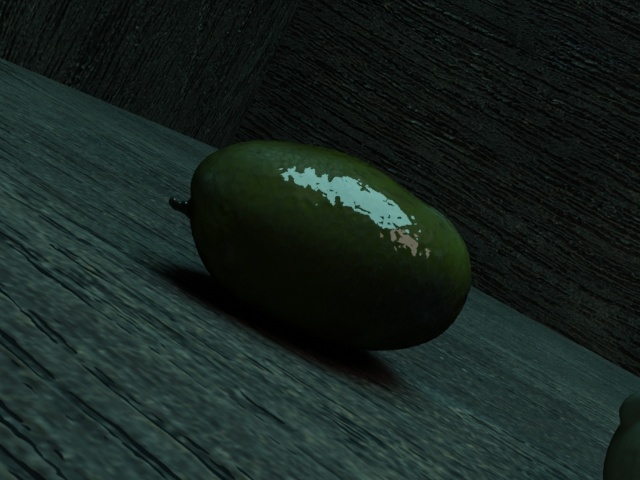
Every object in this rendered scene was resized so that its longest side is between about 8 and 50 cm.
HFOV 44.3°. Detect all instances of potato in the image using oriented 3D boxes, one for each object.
[{"bbox_3d":[0.000,0.000,0.636,0.251,0.159,0.174,17,-16,-16],"label":"potato"}]

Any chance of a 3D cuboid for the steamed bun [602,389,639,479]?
[{"bbox_3d":[0.274,0.144,0.487,0.177,0.131,0.228,1,-3,-1],"label":"steamed bun"}]
